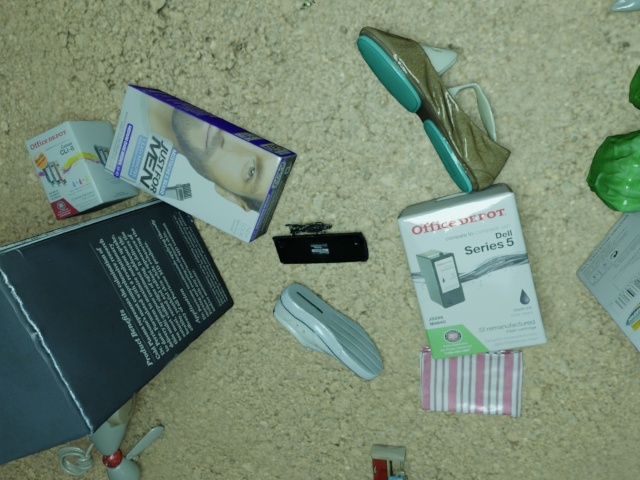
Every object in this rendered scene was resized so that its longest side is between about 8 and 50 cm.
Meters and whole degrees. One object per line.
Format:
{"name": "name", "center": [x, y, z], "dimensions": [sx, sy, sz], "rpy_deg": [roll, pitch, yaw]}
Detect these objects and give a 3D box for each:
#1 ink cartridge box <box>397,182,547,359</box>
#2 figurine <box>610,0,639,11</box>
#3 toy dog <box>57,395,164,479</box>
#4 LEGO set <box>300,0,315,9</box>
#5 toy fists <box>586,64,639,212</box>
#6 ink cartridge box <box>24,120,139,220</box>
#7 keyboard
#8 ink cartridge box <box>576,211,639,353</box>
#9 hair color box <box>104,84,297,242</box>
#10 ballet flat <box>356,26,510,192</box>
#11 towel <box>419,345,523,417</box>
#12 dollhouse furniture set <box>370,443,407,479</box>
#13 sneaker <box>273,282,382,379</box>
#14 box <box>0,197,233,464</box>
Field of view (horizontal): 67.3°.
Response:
{"name": "ink cartridge box", "center": [0.268, 0.055, 0.866], "dimensions": [0.199, 0.115, 0.272], "rpy_deg": [-14, 100, 18]}
{"name": "figurine", "center": [0.536, -0.408, 0.674], "dimensions": [0.210, 0.092, 0.214], "rpy_deg": [14, 84, 20]}
{"name": "toy dog", "center": [-0.499, 0.442, 1.178], "dimensions": [0.220, 0.161, 0.333], "rpy_deg": [21, 121, 1]}
{"name": "LEGO set", "center": [-0.039, -0.464, 0.870], "dimensions": [0.054, 0.023, 0.083], "rpy_deg": [-40, 91, 20]}
{"name": "toy fists", "center": [0.513, -0.174, 0.729], "dimensions": [0.096, 0.142, 0.279], "rpy_deg": [22, 109, 9]}
{"name": "ink cartridge box", "center": [-0.502, -0.152, 1.019], "dimensions": [0.128, 0.127, 0.176], "rpy_deg": [-17, 98, 19]}
{"name": "keyboard", "center": [0.000, 0.000, 0.978], "dimensions": [0.192, 0.038, 0.100], "rpy_deg": [-2, 126, 15]}
{"name": "ink cartridge box", "center": [0.532, 0.041, 0.642], "dimensions": [0.151, 0.395, 0.269], "rpy_deg": [31, 110, 6]}
{"name": "hair color box", "center": [-0.240, -0.155, 0.959], "dimensions": [0.339, 0.110, 0.185], "rpy_deg": [25, 108, 6]}
{"name": "ballet flat", "center": [0.207, -0.244, 0.822], "dimensions": [0.124, 0.116, 0.342], "rpy_deg": [-38, 92, 0]}
{"name": "towel", "center": [0.299, 0.284, 0.961], "dimensions": [0.197, 0.029, 0.144], "rpy_deg": [-1, 104, 15]}
{"name": "dollhouse furniture set", "center": [0.116, 0.555, 1.025], "dimensions": [0.129, 0.129, 0.183], "rpy_deg": [-1, 104, 16]}
{"name": "sneaker", "center": [0.013, 0.197, 0.997], "dimensions": [0.258, 0.094, 0.091], "rpy_deg": [42, 128, 7]}
{"name": "box", "center": [-0.508, 0.164, 0.917], "dimensions": [0.480, 0.472, 0.297], "rpy_deg": [-23, 96, 20]}
